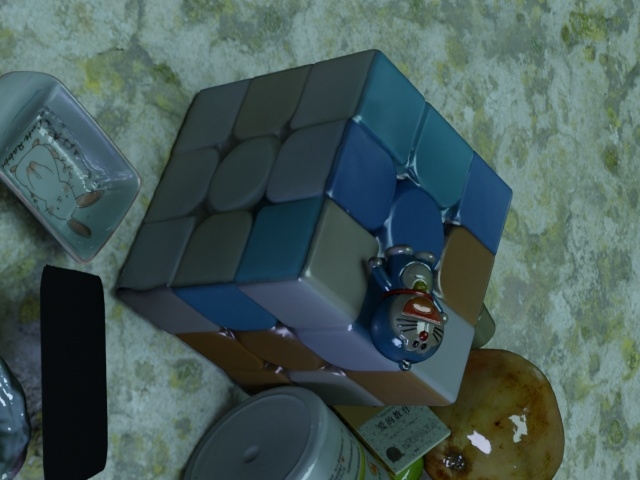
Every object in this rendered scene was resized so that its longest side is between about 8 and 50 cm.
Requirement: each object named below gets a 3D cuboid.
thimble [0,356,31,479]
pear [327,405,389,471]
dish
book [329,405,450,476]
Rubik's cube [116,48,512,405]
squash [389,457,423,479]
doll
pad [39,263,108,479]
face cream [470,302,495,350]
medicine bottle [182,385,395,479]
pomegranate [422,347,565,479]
[{"bbox_3d":[-0.422,0.190,1.433,0.185,0.149,0.211,-24,104,-45],"label":"thimble"},{"bbox_3d":[0.065,0.273,1.964,0.148,0.148,0.162,8,65,-47],"label":"pear"},{"bbox_3d":[-0.334,-0.095,1.622,0.234,0.064,0.154,54,50,-31],"label":"dish"},{"bbox_3d":[0.088,0.242,1.891,0.118,0.012,0.172,-31,67,-34],"label":"book"},{"bbox_3d":[0.000,0.000,1.776,0.344,0.346,0.347,41,58,-39],"label":"Rubik's cube"},{"bbox_3d":[0.097,0.400,2.052,0.066,0.066,0.201,52,58,-31],"label":"squash"},{"bbox_3d":[0.102,0.082,1.562,0.114,0.085,0.152,18,62,-22],"label":"doll"},{"bbox_3d":[-0.303,0.190,1.519,0.375,0.063,0.315,75,12,-85],"label":"pad"},{"bbox_3d":[0.182,0.036,2.155,0.084,0.137,0.341,-35,120,-6],"label":"face cream"},{"bbox_3d":[-0.030,0.353,1.782,0.232,0.237,0.238,51,52,-31],"label":"medicine bottle"},{"bbox_3d":[0.279,0.290,2.142,0.270,0.229,0.252,-44,112,-49],"label":"pomegranate"}]
